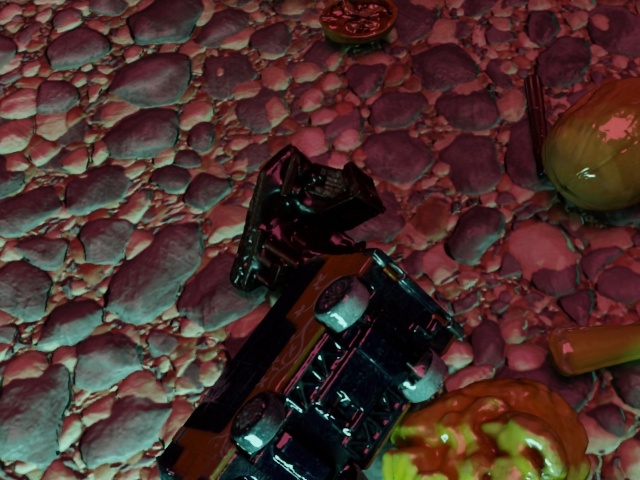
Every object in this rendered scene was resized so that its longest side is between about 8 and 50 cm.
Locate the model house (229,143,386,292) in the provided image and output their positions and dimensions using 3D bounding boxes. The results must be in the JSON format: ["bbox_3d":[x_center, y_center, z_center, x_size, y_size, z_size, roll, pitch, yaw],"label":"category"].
[{"bbox_3d":[-0.006,-0.006,1.206,0.141,0.203,0.164,0,20,-35],"label":"model house"}]

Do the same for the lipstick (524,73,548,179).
[{"bbox_3d":[0.313,-0.164,1.382,0.027,0.027,0.176,0,58,2],"label":"lipstick"}]

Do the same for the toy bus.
[{"bbox_3d":[-0.017,0.175,1.047,0.162,0.194,0.323,43,72,-20],"label":"toy bus"}]

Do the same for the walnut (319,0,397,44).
[{"bbox_3d":[0.059,-0.332,1.486,0.121,0.052,0.091,-6,59,1],"label":"walnut"}]

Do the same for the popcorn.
[{"bbox_3d":[0.186,0.233,1.033,0.226,0.203,0.200,19,69,-7],"label":"popcorn"}]

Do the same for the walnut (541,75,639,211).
[{"bbox_3d":[0.389,-0.125,1.272,0.165,0.165,0.197,38,68,23],"label":"walnut"}]

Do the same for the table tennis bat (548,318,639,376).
[{"bbox_3d":[0.457,0.116,1.187,0.369,0.054,0.224,-9,58,-8],"label":"table tennis bat"}]
